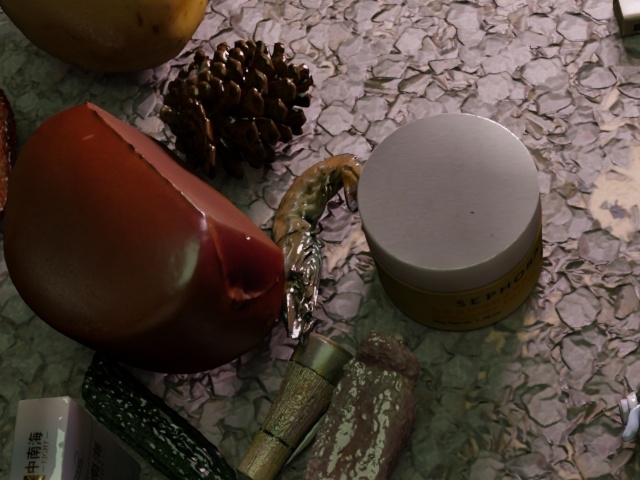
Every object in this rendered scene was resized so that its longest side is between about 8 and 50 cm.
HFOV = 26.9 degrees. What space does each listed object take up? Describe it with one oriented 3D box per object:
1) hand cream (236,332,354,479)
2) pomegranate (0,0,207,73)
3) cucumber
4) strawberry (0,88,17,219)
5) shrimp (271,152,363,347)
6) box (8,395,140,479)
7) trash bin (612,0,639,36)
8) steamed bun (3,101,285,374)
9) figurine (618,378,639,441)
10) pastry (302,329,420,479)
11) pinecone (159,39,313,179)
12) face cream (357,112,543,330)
[{"bbox_3d":[-0.035,0.213,1.636,0.084,0.084,0.203,27,76,23],"label":"hand cream"},{"bbox_3d":[-0.313,-0.394,1.874,0.333,0.332,0.332,-5,62,9],"label":"pomegranate"},{"bbox_3d":[-0.196,0.237,1.650,0.265,0.077,0.077,34,73,26],"label":"cucumber"},{"bbox_3d":[-0.509,-0.133,1.900,0.188,0.106,0.286,-32,74,-1],"label":"strawberry"},{"bbox_3d":[0.000,0.000,1.687,0.169,0.058,0.296,-41,33,29],"label":"shrimp"},{"bbox_3d":[-0.281,0.293,1.543,0.067,0.243,0.155,-6,63,10],"label":"box"},{"bbox_3d":[0.453,-0.322,1.838,0.092,0.043,0.061,-11,61,4],"label":"trash bin"},{"bbox_3d":[-0.238,0.019,1.665,0.248,0.235,0.379,-52,53,6],"label":"steamed bun"},{"bbox_3d":[0.405,0.222,1.513,0.128,0.184,0.208,-12,98,9],"label":"figurine"},{"bbox_3d":[0.046,0.244,1.587,0.103,0.112,0.265,20,79,9],"label":"pastry"},{"bbox_3d":[-0.106,-0.184,1.803,0.212,0.168,0.185,-29,59,-5],"label":"pinecone"},{"bbox_3d":[0.164,-0.020,1.656,0.218,0.179,0.218,-5,62,9],"label":"face cream"}]
